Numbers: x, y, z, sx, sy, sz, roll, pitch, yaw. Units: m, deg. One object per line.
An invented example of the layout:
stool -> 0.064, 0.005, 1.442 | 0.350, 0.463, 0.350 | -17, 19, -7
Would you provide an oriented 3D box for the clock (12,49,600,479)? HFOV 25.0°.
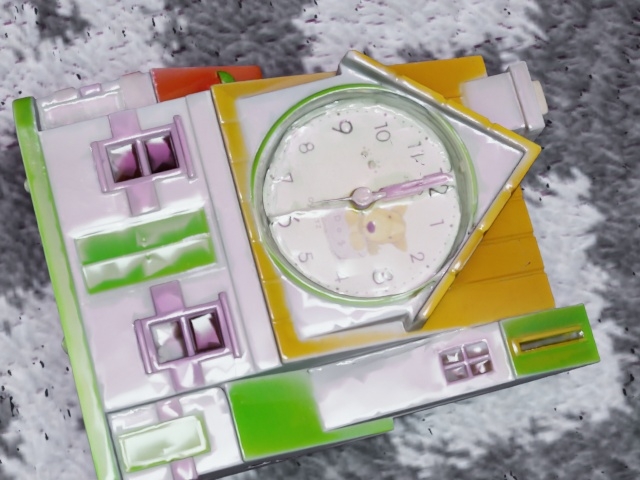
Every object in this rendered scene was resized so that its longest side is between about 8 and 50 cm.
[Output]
clock -> 0.000, 0.000, 0.841 | 0.309, 0.166, 0.235 | -14, 80, -6
